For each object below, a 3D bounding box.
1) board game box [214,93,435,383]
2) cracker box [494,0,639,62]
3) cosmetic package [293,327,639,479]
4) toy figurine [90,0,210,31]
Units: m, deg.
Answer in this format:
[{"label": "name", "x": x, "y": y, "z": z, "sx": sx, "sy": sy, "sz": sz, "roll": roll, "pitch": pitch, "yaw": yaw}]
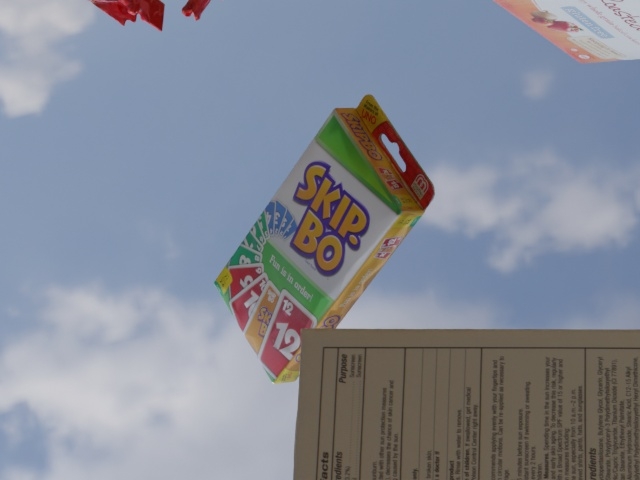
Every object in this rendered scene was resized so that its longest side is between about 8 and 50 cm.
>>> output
[{"label": "board game box", "x": 0.000, "y": 0.000, "z": 1.575, "sx": 0.039, "sy": 0.259, "sz": 0.124, "roll": -1, "pitch": -131, "yaw": -44}, {"label": "cracker box", "x": 0.238, "y": -0.179, "z": 1.177, "sx": 0.232, "sy": 0.067, "sz": 0.156, "roll": -1, "pitch": 163, "yaw": 40}, {"label": "cosmetic package", "x": 0.141, "y": 0.148, "z": 1.205, "sx": 0.309, "sy": 0.160, "sz": 0.113, "roll": 0, "pitch": 160, "yaw": 10}, {"label": "toy figurine", "x": -0.100, "y": -0.318, "z": 0.916, "sx": 0.191, "sy": 0.362, "sz": 0.217, "roll": -5, "pitch": 160, "yaw": 33}]
